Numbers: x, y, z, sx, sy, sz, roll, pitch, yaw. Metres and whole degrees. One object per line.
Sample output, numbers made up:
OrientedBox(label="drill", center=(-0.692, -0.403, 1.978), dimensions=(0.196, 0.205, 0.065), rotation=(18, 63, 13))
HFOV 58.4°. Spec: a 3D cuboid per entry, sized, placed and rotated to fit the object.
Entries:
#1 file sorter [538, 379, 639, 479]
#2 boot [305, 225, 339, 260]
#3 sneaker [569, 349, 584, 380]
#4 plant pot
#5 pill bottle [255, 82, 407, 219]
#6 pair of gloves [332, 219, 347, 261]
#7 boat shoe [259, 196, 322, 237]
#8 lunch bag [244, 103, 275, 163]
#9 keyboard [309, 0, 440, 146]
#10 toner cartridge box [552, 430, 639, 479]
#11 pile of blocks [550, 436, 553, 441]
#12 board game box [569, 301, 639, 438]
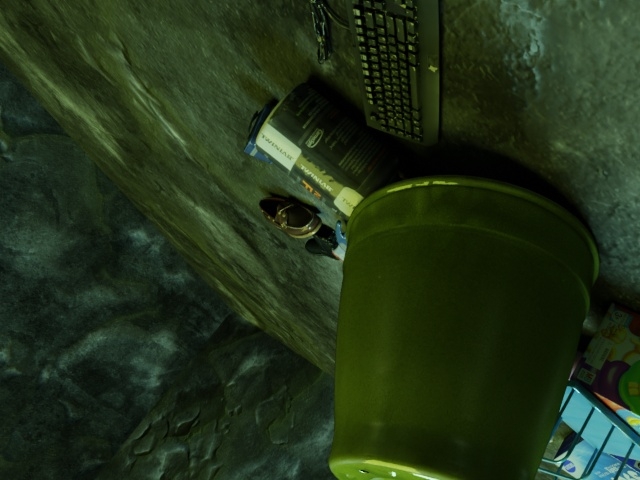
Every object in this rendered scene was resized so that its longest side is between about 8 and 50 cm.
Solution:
OrientedBox(label="file sorter", center=(0.360, 0.290, 0.815), dimensions=(0.170, 0.104, 0.118), rotation=(42, 161, -6))
OrientedBox(label="boot", center=(-0.001, 0.000, 1.386), dimensions=(0.121, 0.045, 0.099), rotation=(17, 156, 33))
OrientedBox(label="sneaker", center=(0.486, 0.279, 1.033), dimensions=(0.160, 0.102, 0.282), rotation=(11, 160, 27))
OrientedBox(label="plant pot", center=(0.168, 0.165, 0.766), dimensions=(0.366, 0.353, 0.367), rotation=(13, 148, 9))
OrientedBox(label="pill bottle", center=(0.031, -0.120, 0.886), dimensions=(0.245, 0.130, 0.130), rotation=(38, 162, 1))
OrientedBox(label="pair of gloves", center=(0.105, 0.031, 1.239), dimensions=(0.198, 0.023, 0.159), rotation=(39, 147, 2))
OrientedBox(label="boat shoe", center=(-0.079, -0.059, 1.345), dimensions=(0.206, 0.073, 0.073), rotation=(14, 152, 53))
OrientedBox(label="lunch bag", center=(-0.095, -0.194, 1.013), dimensions=(0.065, 0.099, 0.067), rotation=(24, 164, -16))
OrientedBox(label="keyboard", center=(0.054, -0.245, 0.696), dimensions=(0.201, 0.033, 0.317), rotation=(30, 160, 26))
OrientedBox(label="toner cartridge box", center=(0.644, 0.492, 1.280), dimensions=(0.165, 0.075, 0.348), rotation=(32, 161, 24))
OrientedBox(label="pile of blocks", center=(0.360, 0.307, 1.260), dimensions=(0.362, 0.149, 0.113), rotation=(32, 162, 22))
OrientedBox(label="board game box", center=(0.505, 0.231, 0.795), dimensions=(0.275, 0.144, 0.142), rotation=(27, 159, 30))
